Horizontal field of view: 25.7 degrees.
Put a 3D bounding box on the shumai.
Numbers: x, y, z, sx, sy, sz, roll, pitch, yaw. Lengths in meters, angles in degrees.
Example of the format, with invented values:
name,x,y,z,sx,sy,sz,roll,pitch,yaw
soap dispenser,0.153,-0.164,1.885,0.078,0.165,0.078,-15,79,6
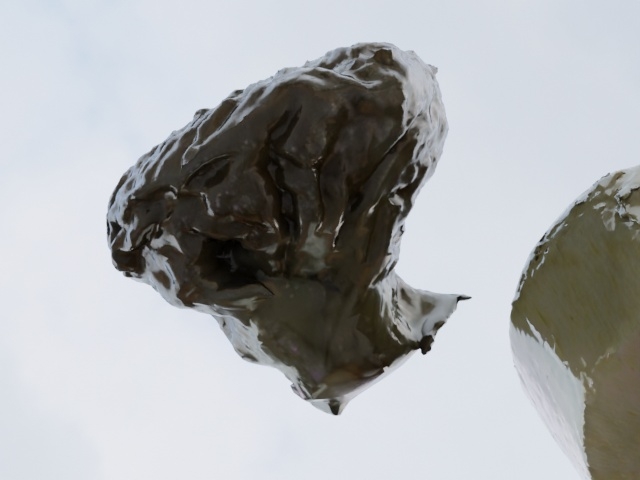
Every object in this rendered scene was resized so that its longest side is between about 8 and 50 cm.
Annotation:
name,x,y,z,sx,sy,sz,roll,pitch,yaw
shumai,0.000,0.000,0.761,0.206,0.166,0.175,-32,-95,29

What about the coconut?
name,x,y,z,sx,sy,sz,roll,pitch,yaw
coconut,0.228,0.061,0.716,0.259,0.259,0.259,-1,-98,10
